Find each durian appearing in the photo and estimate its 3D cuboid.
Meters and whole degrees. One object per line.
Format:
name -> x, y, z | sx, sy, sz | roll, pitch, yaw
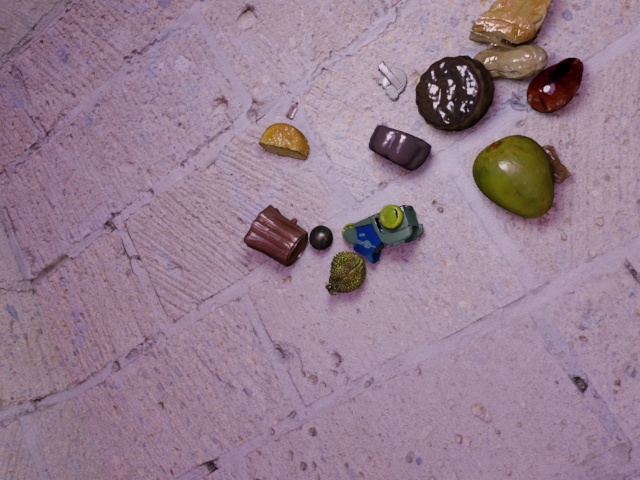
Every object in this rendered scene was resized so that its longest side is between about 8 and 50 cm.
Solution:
durian -> 0.113, 0.141, 1.870 | 0.159, 0.146, 0.198 | 15, 97, 3

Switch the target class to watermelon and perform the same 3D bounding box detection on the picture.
watermelon -> 0.000, 0.000, 1.928 | 0.105, 0.105, 0.133 | 4, 70, 19

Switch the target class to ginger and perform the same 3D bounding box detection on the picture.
ginger -> 0.873, -0.283, 1.684 | 0.096, 0.067, 0.165 | -27, 64, 20

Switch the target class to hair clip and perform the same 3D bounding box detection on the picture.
hair clip -> 0.309, -0.694, 1.905 | 0.116, 0.049, 0.172 | -39, 78, 17

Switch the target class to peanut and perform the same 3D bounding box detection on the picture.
peanut -> 0.716, -0.680, 1.699 | 0.290, 0.130, 0.130 | 21, 93, 46

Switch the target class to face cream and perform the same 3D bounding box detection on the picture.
face cream -> -0.128, -0.607, 2.056 | 0.040, 0.021, 0.083 | 30, 96, 17

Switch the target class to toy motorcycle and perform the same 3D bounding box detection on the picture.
toy motorcycle -> 0.248, -0.020, 1.823 | 0.327, 0.191, 0.199 | -24, 82, 30

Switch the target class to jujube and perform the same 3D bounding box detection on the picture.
jujube -> 0.884, -0.588, 1.655 | 0.168, 0.168, 0.236 | 38, 81, 17

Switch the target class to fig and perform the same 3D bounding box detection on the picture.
fig -> 0.732, -0.229, 1.638 | 0.258, 0.258, 0.326 | -41, 94, 12

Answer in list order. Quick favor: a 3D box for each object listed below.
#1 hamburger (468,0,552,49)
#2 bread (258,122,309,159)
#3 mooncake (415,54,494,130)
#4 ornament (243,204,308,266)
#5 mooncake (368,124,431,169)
hamburger -> 0.761, -0.848, 1.704 | 0.330, 0.162, 0.209 | -41, 78, 8
bread -> -0.157, -0.454, 1.992 | 0.229, 0.143, 0.139 | 17, 93, 16
mooncake -> 0.520, -0.570, 1.721 | 0.291, 0.161, 0.290 | 11, 109, 34
ornament -> -0.187, -0.004, 1.954 | 0.218, 0.221, 0.235 | 32, 52, 14
mooncake -> 0.318, -0.379, 1.787 | 0.245, 0.245, 0.133 | 32, 104, 18
